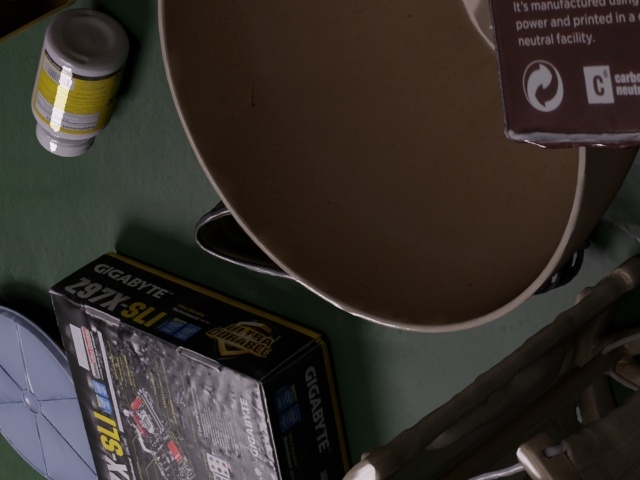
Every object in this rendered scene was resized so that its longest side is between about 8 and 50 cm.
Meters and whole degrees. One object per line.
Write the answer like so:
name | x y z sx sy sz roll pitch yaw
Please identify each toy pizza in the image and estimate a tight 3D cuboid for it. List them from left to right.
toy pizza | -0.258 0.143 1.857 0.201 0.032 0.201 31 139 31

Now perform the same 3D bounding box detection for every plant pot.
plant pot | -0.253 -0.194 1.547 0.081 0.081 0.083 60 155 -7
plant pot | 0.078 -0.116 1.106 0.284 0.191 0.284 22 127 33

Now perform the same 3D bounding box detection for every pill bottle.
pill bottle | -0.188 -0.118 1.537 0.065 0.065 0.116 44 143 16

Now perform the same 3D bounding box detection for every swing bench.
swing bench | 0.166 0.131 1.155 0.255 0.253 0.165 4 120 47

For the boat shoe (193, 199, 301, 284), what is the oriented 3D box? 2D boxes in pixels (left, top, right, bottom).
boat shoe | -0.001 -0.001 1.401 0.223 0.073 0.080 7 122 47

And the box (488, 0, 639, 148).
box | 0.163 -0.245 0.846 0.143 0.191 0.381 1 105 48

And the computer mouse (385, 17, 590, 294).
computer mouse | 0.073 -0.073 1.249 0.184 0.060 0.262 1 110 31

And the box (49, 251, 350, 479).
box | -0.086 0.190 1.654 0.257 0.079 0.322 20 132 42
